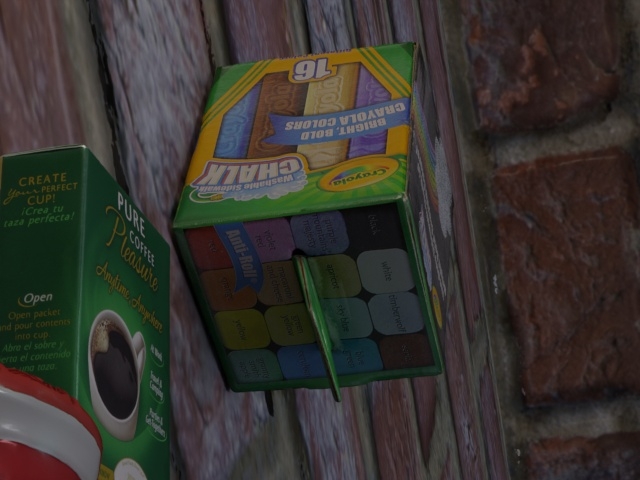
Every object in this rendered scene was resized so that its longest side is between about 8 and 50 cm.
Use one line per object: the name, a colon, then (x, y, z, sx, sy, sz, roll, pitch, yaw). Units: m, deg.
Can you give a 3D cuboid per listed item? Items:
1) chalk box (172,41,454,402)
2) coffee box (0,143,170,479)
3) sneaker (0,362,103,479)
chalk box: (0.000, 0.000, 0.878, 0.213, 0.132, 0.132, -79, 160, -52)
coffee box: (-0.095, 0.067, 0.610, 0.113, 0.040, 0.184, 56, 30, -65)
sneaker: (-0.134, 0.085, 0.371, 0.221, 0.087, 0.128, 35, 57, -58)
